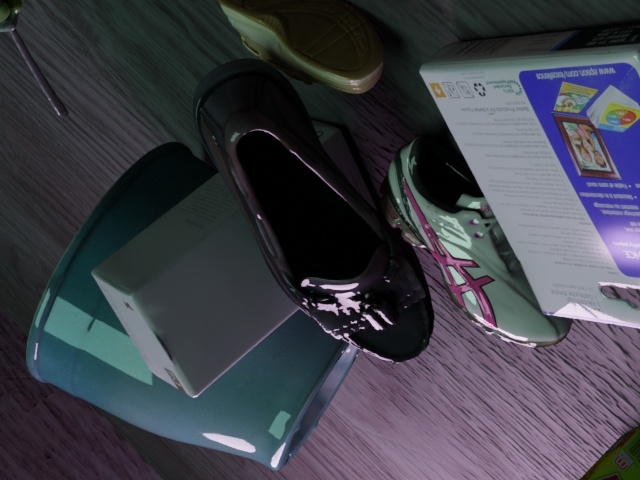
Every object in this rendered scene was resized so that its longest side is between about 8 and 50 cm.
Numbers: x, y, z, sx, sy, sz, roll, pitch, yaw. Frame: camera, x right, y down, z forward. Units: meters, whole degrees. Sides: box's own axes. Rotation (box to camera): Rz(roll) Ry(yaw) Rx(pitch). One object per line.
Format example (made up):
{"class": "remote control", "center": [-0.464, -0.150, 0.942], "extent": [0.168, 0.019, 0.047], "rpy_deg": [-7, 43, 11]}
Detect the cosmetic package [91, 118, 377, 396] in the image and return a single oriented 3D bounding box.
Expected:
{"class": "cosmetic package", "center": [-0.064, 0.009, 1.086], "extent": [0.085, 0.231, 0.117], "rpy_deg": [21, 143, 53]}

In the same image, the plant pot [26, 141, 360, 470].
{"class": "plant pot", "center": [-0.100, 0.084, 1.258], "extent": [0.255, 0.271, 0.271], "rpy_deg": [31, 153, 9]}

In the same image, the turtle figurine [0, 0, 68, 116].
{"class": "turtle figurine", "center": [-0.190, -0.240, 0.961], "extent": [0.198, 0.266, 0.274], "rpy_deg": [-5, 93, 20]}

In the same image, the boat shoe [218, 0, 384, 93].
{"class": "boat shoe", "center": [-0.009, -0.150, 0.978], "extent": [0.170, 0.063, 0.059], "rpy_deg": [39, 161, 39]}

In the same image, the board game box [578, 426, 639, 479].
{"class": "board game box", "center": [0.275, 0.244, 1.001], "extent": [0.181, 0.092, 0.043], "rpy_deg": [47, 158, 9]}

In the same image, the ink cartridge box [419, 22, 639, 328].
{"class": "ink cartridge box", "center": [0.177, -0.035, 0.820], "extent": [0.206, 0.045, 0.208], "rpy_deg": [7, 131, 58]}

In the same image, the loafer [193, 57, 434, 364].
{"class": "loafer", "center": [0.000, 0.000, 1.002], "extent": [0.302, 0.109, 0.095], "rpy_deg": [55, -172, -30]}

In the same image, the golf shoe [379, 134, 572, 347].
{"class": "golf shoe", "center": [0.117, 0.002, 0.958], "extent": [0.186, 0.067, 0.086], "rpy_deg": [46, 155, 12]}
